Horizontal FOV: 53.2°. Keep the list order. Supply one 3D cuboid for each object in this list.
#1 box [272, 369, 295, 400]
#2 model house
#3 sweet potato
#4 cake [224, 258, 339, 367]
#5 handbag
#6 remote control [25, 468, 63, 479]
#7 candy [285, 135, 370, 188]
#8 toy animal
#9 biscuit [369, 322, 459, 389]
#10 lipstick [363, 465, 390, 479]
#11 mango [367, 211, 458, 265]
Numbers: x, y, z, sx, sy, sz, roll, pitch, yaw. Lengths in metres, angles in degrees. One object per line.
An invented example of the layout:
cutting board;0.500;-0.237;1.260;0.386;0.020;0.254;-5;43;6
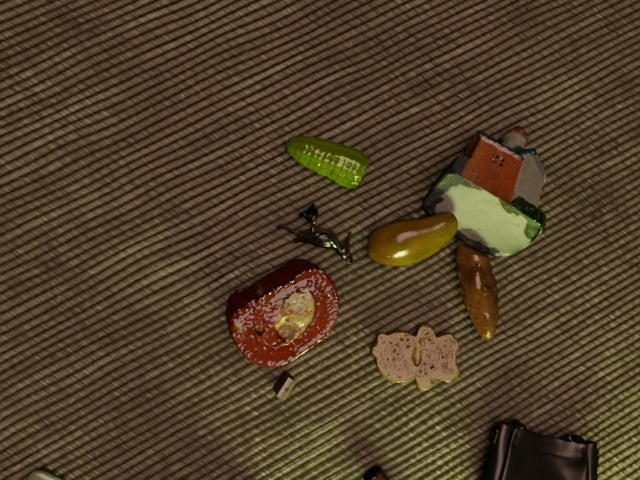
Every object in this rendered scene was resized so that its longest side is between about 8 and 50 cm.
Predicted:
box;-0.087;0.343;1.519;0.024;0.083;0.053;35;83;-11
model house;0.435;-0.153;1.584;0.271;0.190;0.301;30;61;-1
sweet potato;0.395;0.126;1.588;0.097;0.097;0.252;-13;89;-8
cake;-0.087;0.171;1.495;0.283;0.151;0.177;-30;105;-8
handbag;0.548;0.594;1.595;0.285;0.113;0.257;13;81;-1
remote control;-0.687;0.668;1.450;0.090;0.038;0.310;30;85;-7
candy;0.015;-0.198;1.542;0.209;0.097;0.097;21;86;-5
toy animal;0.001;-0.011;1.559;0.202;0.070;0.105;36;95;-11
biscuit;0.235;0.290;1.592;0.225;0.036;0.166;-1;88;-6
lipstick;0.226;0.711;1.572;0.057;0.057;0.357;-35;93;-7
mango;0.223;-0.004;1.543;0.227;0.136;0.099;-19;52;7
